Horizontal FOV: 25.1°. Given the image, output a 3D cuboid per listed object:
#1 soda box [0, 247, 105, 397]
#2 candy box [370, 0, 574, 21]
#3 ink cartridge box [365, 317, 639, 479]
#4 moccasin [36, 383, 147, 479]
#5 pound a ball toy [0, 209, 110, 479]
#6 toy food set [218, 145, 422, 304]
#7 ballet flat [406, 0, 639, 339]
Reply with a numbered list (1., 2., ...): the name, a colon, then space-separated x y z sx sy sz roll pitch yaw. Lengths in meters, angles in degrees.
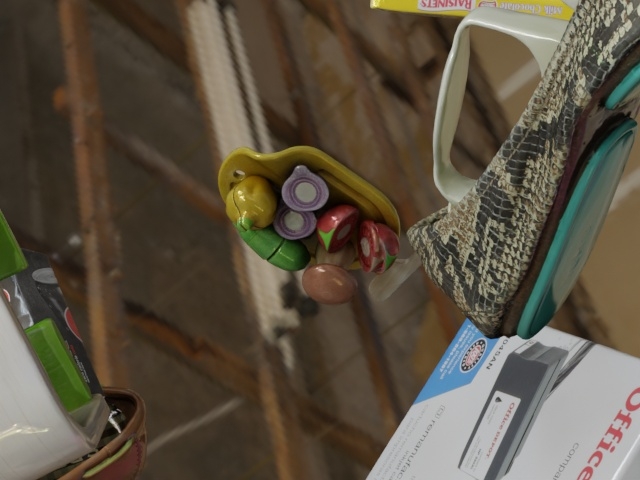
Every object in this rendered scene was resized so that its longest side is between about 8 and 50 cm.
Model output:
1. soda box: -0.253 0.084 1.274 0.060 0.053 0.169 19 -145 -51
2. candy box: 0.155 -0.207 1.279 0.105 0.206 0.027 -37 -48 -74
3. ink cartridge box: 0.240 0.251 1.499 0.166 0.285 0.395 36 173 -23
4. moccasin: -0.332 0.222 1.281 0.380 0.147 0.139 -13 -119 -20
5. pound a ball toy: -0.273 0.058 0.555 0.208 0.319 0.136 64 179 -4
6. toy food set: 0.000 0.000 1.297 0.218 0.128 0.071 32 -134 -19
7. ballet flat: 0.182 -0.127 1.035 0.182 0.482 0.164 41 -137 15
